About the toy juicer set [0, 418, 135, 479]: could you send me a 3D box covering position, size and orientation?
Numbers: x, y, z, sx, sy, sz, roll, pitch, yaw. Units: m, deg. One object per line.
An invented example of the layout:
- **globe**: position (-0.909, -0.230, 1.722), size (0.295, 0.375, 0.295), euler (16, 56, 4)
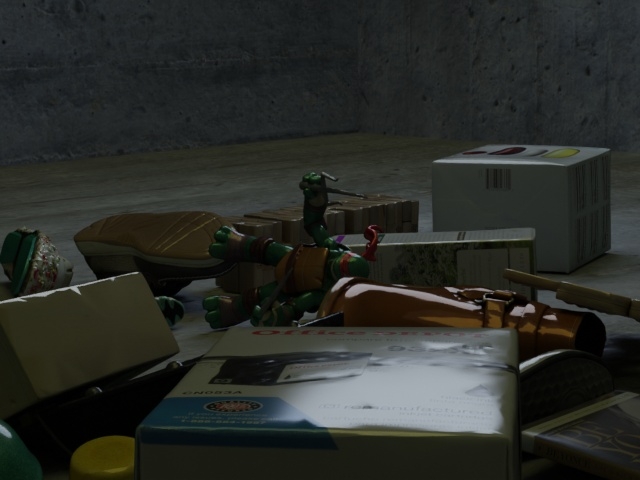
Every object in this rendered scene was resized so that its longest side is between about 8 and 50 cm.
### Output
- **toy juicer set**: position (-0.281, 0.175, 1.137), size (0.329, 0.089, 0.209), euler (15, 29, 33)

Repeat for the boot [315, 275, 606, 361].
- **boot**: position (0.131, 0.100, 1.585), size (0.220, 0.109, 0.283), euler (8, 4, 26)

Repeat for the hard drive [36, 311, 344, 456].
- **hard drive**: position (-0.095, 0.118, 1.404), size (0.172, 0.054, 0.255), euler (-19, -2, 29)

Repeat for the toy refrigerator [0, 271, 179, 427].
- **toy refrigerator**: position (-0.227, 0.100, 1.434), size (0.102, 0.094, 0.269), euler (-29, -5, 18)

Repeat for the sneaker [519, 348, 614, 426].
- **sneaker**: position (0.119, 0.125, 1.398), size (0.226, 0.086, 0.163), euler (-6, 10, -38)

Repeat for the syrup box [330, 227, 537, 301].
- **syrup box**: position (0.124, 0.041, 1.905), size (0.237, 0.093, 0.096), euler (-2, 8, 8)

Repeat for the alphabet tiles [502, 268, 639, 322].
- **alphabet tiles**: position (0.327, 0.074, 1.683), size (0.278, 0.021, 0.284), euler (14, 0, 20)

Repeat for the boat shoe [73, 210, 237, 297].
- **boat shoe**: position (-0.192, 0.023, 2.078), size (0.285, 0.092, 0.103), euler (3, 32, 45)

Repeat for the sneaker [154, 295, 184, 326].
- **sneaker**: position (-0.207, 0.078, 1.898), size (0.098, 0.038, 0.069), euler (-4, 10, -25)

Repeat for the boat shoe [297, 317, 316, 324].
- **boat shoe**: position (0.006, 0.098, 1.787), size (0.035, 0.035, 0.100), euler (34, 20, 24)

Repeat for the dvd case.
- **dvd case**: position (0.279, 0.162, 1.283), size (0.221, 0.018, 0.164), euler (14, 16, 38)

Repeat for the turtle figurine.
- **turtle figurine**: position (-0.027, 0.031, 1.815), size (0.234, 0.175, 0.118), euler (-11, -39, 46)

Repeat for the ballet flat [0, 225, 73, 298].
- **ballet flat**: position (-0.347, 0.030, 2.110), size (0.077, 0.091, 0.241), euler (20, 6, -18)

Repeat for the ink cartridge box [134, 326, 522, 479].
- **ink cartridge box**: position (0.020, 0.145, 1.118), size (0.223, 0.129, 0.307), euler (0, 8, 7)

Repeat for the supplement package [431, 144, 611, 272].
- **supplement package**: position (0.279, -0.047, 2.328), size (0.194, 0.149, 0.203), euler (3, 10, 26)

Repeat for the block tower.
- **block tower**: position (0.000, 0.000, 2.224), size (0.091, 0.097, 0.335), euler (8, 11, 41)
